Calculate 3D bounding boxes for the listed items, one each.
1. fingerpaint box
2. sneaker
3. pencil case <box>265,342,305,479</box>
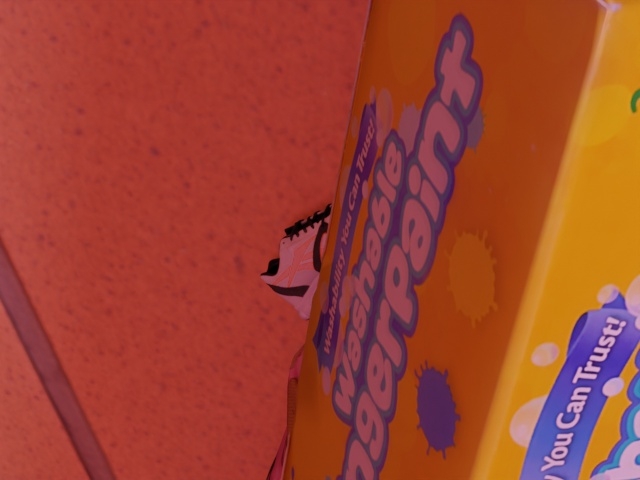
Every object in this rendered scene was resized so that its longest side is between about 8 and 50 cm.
[{"bbox_3d":[0.185,0.078,0.548,0.371,0.163,0.444,-2,124,-21],"label":"fingerpaint box"},{"bbox_3d":[0.000,0.000,0.754,0.044,0.040,0.109,35,124,1],"label":"sneaker"},{"bbox_3d":[0.040,0.222,0.795,0.160,0.167,0.386,34,130,33],"label":"pencil case"}]
